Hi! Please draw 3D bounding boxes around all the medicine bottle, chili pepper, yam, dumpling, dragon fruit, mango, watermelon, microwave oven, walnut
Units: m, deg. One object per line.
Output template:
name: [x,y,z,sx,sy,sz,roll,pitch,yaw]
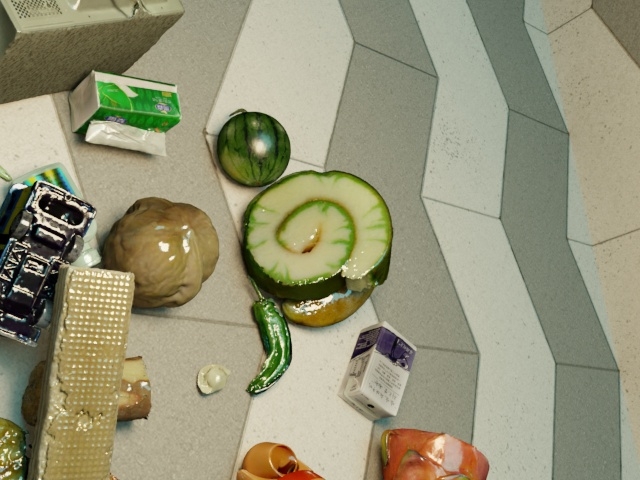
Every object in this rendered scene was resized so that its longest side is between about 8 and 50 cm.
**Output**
medicine bottle: [-0.540,-0.040,1.607,0.121,0.083,0.229,-31,92,-37]
chili pepper: [-0.130,0.229,1.860,0.122,0.065,0.279,7,71,-43]
yam: [-0.451,0.293,1.511,0.238,0.129,0.128,6,91,-37]
dumpling: [-0.244,0.312,1.745,0.076,0.057,0.052,-54,149,-15]
dragon fruit: [0.280,0.595,1.913,0.290,0.290,0.189,30,60,-28]
mango: [0.029,0.113,2.000,0.193,0.146,0.316,48,56,2]
watermelon: [-0.169,-0.243,1.953,0.188,0.188,0.215,6,70,-40]
microwave oven: [-0.555,-0.479,1.600,0.432,0.374,0.236,-30,91,-49]
walnut: [-0.339,0.025,1.658,0.248,0.248,0.249,18,60,-35]

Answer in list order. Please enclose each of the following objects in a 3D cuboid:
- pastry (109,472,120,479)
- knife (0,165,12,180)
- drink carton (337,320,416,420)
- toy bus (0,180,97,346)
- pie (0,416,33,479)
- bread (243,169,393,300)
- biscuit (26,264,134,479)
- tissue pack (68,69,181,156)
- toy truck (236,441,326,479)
pastry: [-0.414,0.501,1.490,0.169,0.063,0.087,52,49,-12]
knife: [-0.712,-0.194,1.574,0.207,0.014,0.030,43,50,-18]
drink carton: [0.152,0.345,2.031,0.134,0.101,0.222,42,49,-22]
toy bus: [-0.553,0.040,1.447,0.138,0.175,0.288,30,74,-33]
pie: [-0.625,0.479,1.308,0.296,0.078,0.372,17,59,-36]
bread: [0.000,0.000,1.912,0.381,0.129,0.366,35,67,20]
biscuit: [-0.434,0.261,1.391,0.143,0.078,0.427,8,86,-37]
tissue pack: [-0.441,-0.279,1.756,0.208,0.148,0.156,3,69,-41]
toy truck: [-0.089,0.584,1.678,0.189,0.239,0.265,-3,114,-42]
